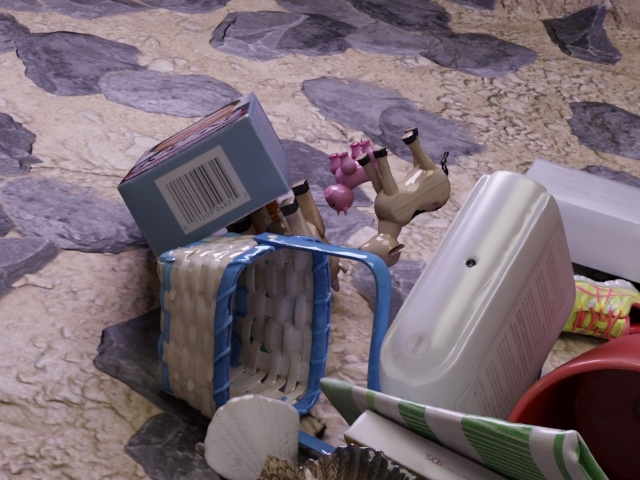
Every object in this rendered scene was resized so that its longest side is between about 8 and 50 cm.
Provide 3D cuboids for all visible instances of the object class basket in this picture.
[{"bbox_3d":[-0.046,0.107,1.661,0.289,0.255,0.201,20,24,37],"label":"basket"}]

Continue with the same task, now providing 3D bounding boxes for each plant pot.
[{"bbox_3d":[0.357,0.228,1.621,0.275,0.275,0.243,21,19,15],"label":"plant pot"}]

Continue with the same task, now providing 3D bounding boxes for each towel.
[{"bbox_3d":[0.173,0.240,1.459,0.325,0.248,0.038,9,55,48],"label":"towel"}]

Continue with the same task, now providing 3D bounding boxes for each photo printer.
[{"bbox_3d":[0.177,0.112,1.639,0.107,0.256,0.307,19,64,29],"label":"photo printer"}]

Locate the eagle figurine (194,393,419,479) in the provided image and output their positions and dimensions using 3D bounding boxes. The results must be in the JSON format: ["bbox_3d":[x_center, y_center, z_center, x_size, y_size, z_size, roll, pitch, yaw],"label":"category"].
[{"bbox_3d":[0.005,0.304,1.392,0.225,0.226,0.298,14,14,-45],"label":"eagle figurine"}]

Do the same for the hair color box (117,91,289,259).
[{"bbox_3d":[-0.146,-0.094,1.901,0.185,0.114,0.374,-28,9,3],"label":"hair color box"}]

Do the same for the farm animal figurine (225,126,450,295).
[{"bbox_3d":[0.000,0.000,1.934,0.330,0.172,0.327,-17,13,30],"label":"farm animal figurine"}]

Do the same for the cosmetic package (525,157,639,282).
[{"bbox_3d":[0.486,-0.013,2.225,0.377,0.097,0.284,18,14,10],"label":"cosmetic package"}]

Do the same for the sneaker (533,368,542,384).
[{"bbox_3d":[0.221,0.129,1.868,0.104,0.125,0.262,2,30,-26],"label":"sneaker"}]

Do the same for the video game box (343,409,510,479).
[{"bbox_3d":[0.125,0.281,1.462,0.205,0.187,0.048,24,56,29],"label":"video game box"}]

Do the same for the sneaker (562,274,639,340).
[{"bbox_3d":[0.395,0.104,2.039,0.208,0.081,0.094,-5,35,-31],"label":"sneaker"}]
